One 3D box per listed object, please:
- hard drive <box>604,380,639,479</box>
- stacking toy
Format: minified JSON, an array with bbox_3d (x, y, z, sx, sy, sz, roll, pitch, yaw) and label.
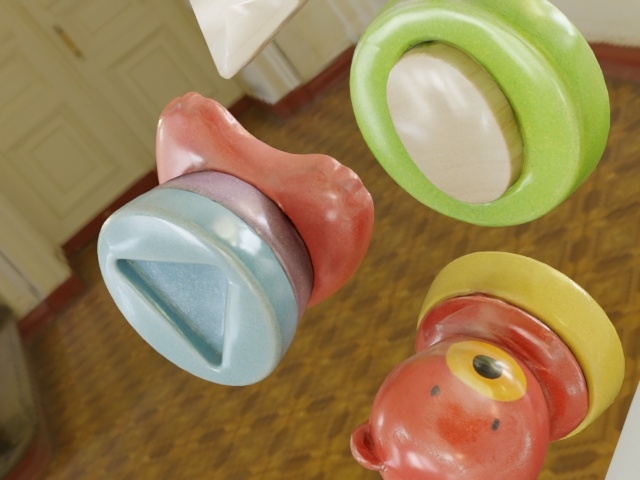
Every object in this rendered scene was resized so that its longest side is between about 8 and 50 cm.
[{"bbox_3d":[0.246,0.079,0.690,0.203,0.040,0.308,106,-173,-76],"label":"hard drive"},{"bbox_3d":[0.000,0.000,0.589,0.308,0.280,0.130,20,46,25],"label":"stacking toy"}]
